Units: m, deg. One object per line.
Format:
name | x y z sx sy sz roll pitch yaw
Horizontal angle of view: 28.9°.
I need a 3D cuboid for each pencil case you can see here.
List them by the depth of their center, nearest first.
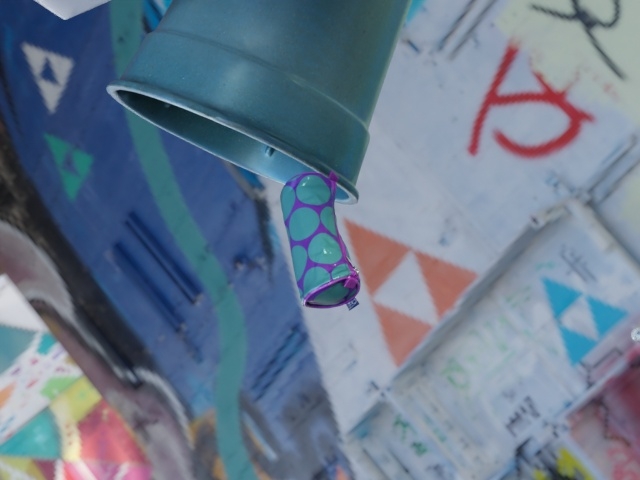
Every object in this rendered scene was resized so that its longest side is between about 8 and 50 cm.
pencil case | 0.000 0.000 1.324 0.070 0.151 0.064 -26 -35 17

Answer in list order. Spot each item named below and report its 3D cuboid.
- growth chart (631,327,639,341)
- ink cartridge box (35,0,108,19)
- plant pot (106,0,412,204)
growth chart | 0.406 0.017 1.315 0.237 0.021 0.172 -56 -2 -7
ink cartridge box | -0.253 -0.430 1.482 0.201 0.278 0.117 -11 -32 41
plant pot | -0.044 -0.265 1.560 0.341 0.341 0.334 46 -113 -76
